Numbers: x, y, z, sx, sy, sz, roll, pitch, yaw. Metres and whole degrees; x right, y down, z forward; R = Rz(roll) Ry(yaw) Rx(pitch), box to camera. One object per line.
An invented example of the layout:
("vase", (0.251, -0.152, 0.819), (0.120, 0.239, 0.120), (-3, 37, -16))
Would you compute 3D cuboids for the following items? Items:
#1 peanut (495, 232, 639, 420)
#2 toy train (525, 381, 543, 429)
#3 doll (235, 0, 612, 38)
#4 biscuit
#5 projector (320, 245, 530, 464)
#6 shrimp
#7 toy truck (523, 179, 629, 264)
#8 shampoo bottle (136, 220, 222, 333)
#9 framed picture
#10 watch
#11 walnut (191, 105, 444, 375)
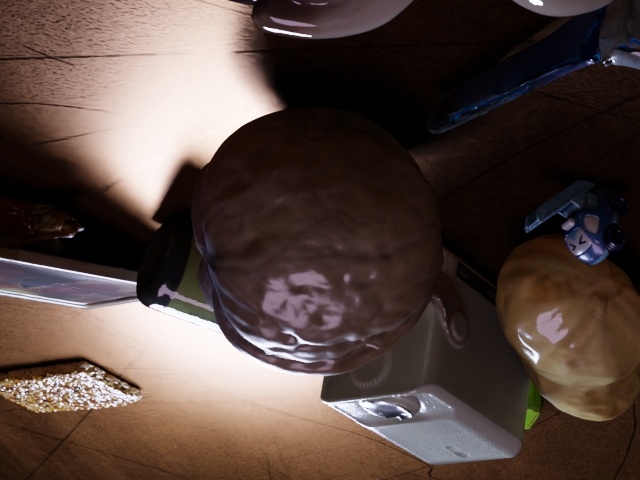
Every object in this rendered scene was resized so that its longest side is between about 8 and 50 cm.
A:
("peanut", (0.273, 0.102, 1.685), (0.148, 0.147, 0.319), (1, 151, 21))
("toy train", (0.231, 0.218, 2.047), (0.081, 0.060, 0.202), (5, 157, -2))
("doll", (0.045, -0.233, 0.968), (0.370, 0.226, 0.215), (-7, -175, 25))
("biscuit", (-0.378, 0.216, 2.338), (0.231, 0.025, 0.131), (-10, 149, 39))
("projector", (0.114, 0.123, 1.748), (0.163, 0.177, 0.242), (-11, 147, 37))
("shrimp", (-0.389, -0.028, 1.777), (0.294, 0.062, 0.154), (2, 148, 22))
("toy truck", (0.238, -0.020, 1.510), (0.090, 0.073, 0.056), (16, 155, -13))
("shampoo bottle", (-0.060, 0.069, 1.794), (0.284, 0.101, 0.101), (21, 154, -21))
("framed picture", (-0.322, 0.042, 1.842), (0.289, 0.020, 0.211), (13, 164, -42))
("watch", (0.274, -0.095, 1.342), (0.276, 0.068, 0.274), (21, 153, -24))
("walnut", (-0.001, -0.002, 1.473), (0.248, 0.248, 0.248), (9, 156, 4))
